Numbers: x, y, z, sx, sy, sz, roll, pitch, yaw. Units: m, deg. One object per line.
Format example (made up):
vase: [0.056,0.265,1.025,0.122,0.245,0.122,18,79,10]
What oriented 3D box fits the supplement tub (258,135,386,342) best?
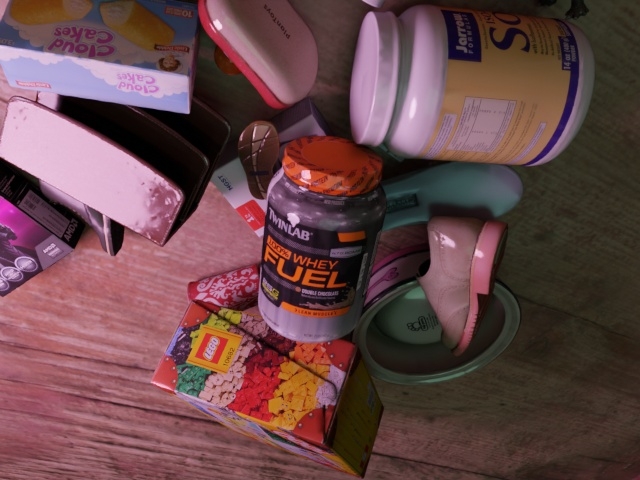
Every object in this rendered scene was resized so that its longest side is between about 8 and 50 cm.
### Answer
supplement tub: [0.000,0.000,0.896,0.207,0.207,0.337,3,122,-9]

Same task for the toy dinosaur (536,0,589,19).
toy dinosaur: [0.401,-0.450,0.754,0.314,0.121,0.160,-23,134,16]

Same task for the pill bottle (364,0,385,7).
pill bottle: [0.104,-0.444,0.741,0.094,0.094,0.169,18,125,-20]

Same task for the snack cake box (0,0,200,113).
snack cake box: [-0.326,-0.299,0.765,0.265,0.152,0.089,6,153,-12]

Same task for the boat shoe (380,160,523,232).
boat shoe: [0.211,-0.088,1.019,0.367,0.156,0.135,-13,103,16]

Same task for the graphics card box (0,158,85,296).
graphics card box: [-0.690,-0.066,0.967,0.233,0.094,0.371,-29,127,16]

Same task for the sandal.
sandal: [-0.104,-0.145,0.886,0.072,0.049,0.180,1,143,1]

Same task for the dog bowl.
dog bowl: [0.267,0.180,1.236,0.408,0.150,0.407,-3,130,-4]

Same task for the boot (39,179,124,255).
boot: [-0.484,-0.063,1.014,0.137,0.077,0.197,1,116,-1]

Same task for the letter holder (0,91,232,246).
letter holder: [-0.330,-0.172,0.829,0.302,0.152,0.214,30,120,-6]

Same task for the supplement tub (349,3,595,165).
supplement tub: [0.229,-0.250,0.820,0.332,0.241,0.241,2,129,-9]

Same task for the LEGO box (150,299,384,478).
LEGO box: [-0.080,0.357,1.141,0.373,0.193,0.500,11,152,20]

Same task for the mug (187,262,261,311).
mug: [-0.208,0.121,1.184,0.169,0.150,0.113,-20,92,5]

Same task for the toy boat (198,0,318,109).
toy boat: [-0.115,-0.316,0.816,0.151,0.151,0.231,-10,137,43]

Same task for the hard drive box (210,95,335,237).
hard drive box: [-0.072,-0.138,0.978,0.232,0.089,0.181,-27,126,16]

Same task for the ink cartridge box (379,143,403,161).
ink cartridge box: [0.144,-0.199,0.989,0.083,0.028,0.048,30,120,-27]

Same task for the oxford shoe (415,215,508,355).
oxford shoe: [0.271,0.091,1.011,0.147,0.140,0.396,19,140,22]
